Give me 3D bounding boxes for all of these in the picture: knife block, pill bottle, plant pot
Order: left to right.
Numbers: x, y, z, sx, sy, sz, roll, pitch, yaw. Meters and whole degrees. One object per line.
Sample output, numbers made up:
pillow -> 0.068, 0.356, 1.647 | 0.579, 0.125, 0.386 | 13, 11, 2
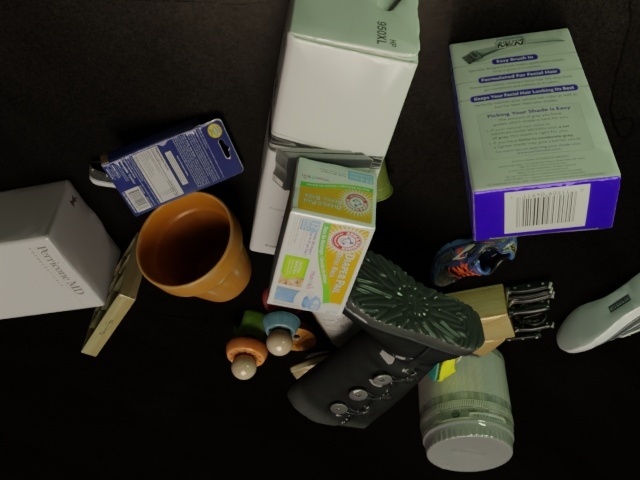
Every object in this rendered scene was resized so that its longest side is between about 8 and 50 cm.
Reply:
plant pot -> -0.234, 0.033, 1.384 | 0.205, 0.205, 0.188 | -9, 153, 14
pill bottle -> 0.064, 0.172, 1.551 | 0.131, 0.131, 0.229 | -12, 136, 17
plant pot -> 0.092, -0.125, 1.261 | 0.083, 0.083, 0.079 | -1, 126, 5
knife block -> 0.377, 0.154, 1.542 | 0.276, 0.088, 0.242 | 18, 136, -16

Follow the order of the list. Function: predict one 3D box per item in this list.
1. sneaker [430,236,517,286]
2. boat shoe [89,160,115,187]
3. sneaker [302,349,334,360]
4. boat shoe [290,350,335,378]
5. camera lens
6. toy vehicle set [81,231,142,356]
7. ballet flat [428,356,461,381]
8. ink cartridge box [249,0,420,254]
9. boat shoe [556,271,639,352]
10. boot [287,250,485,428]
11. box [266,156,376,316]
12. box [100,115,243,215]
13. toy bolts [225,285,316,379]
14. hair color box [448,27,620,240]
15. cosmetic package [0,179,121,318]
sneaker -> 0.312, 0.039, 1.416 | 0.083, 0.087, 0.221 | 29, 132, -25
boat shoe -> -0.373, -0.124, 1.309 | 0.142, 0.049, 0.040 | 5, 138, 1
sneaker -> 0.056, 0.370, 1.809 | 0.226, 0.086, 0.163 | 7, 136, -6
boat shoe -> 0.079, 0.317, 1.683 | 0.302, 0.098, 0.109 | -7, 173, -10
camera lens -> 0.350, 0.392, 1.672 | 0.219, 0.274, 0.219 | 2, 138, 2
toy vehicle set -> -0.447, 0.122, 1.503 | 0.035, 0.166, 0.267 | 23, 135, -21
ballet flat -> 0.284, 0.235, 1.528 | 0.077, 0.077, 0.231 | -15, 140, -10
ink cartridge box -> 0.010, -0.199, 1.017 | 0.166, 0.285, 0.395 | 10, 138, -7
boat shoe -> 0.672, 0.171, 1.536 | 0.102, 0.108, 0.301 | 28, 126, -23
boot -> 0.057, 0.226, 1.429 | 0.367, 0.146, 0.445 | 29, 138, -15
box -> 0.000, 0.000, 0.948 | 0.114, 0.103, 0.203 | 11, 138, -5
box -> -0.267, -0.140, 1.259 | 0.225, 0.036, 0.136 | -21, 136, 0
toy bolts -> -0.097, 0.240, 1.618 | 0.218, 0.158, 0.228 | 18, 137, -16
hair color box -> 0.295, -0.163, 0.998 | 0.185, 0.338, 0.110 | -5, 140, 10
cosmetic package -> -0.685, 0.039, 1.431 | 0.453, 0.161, 0.230 | -9, 137, 13
